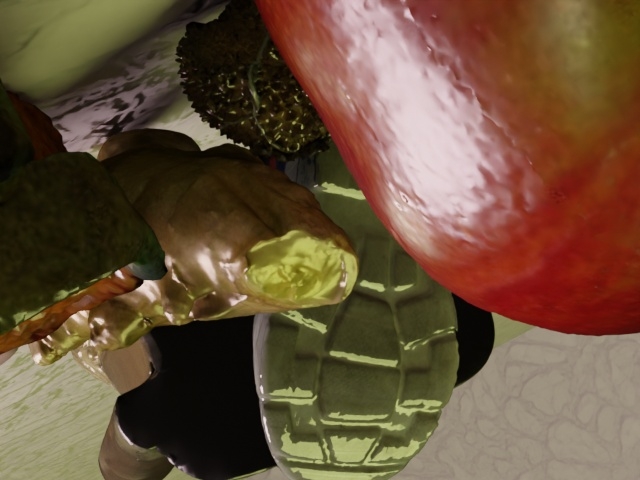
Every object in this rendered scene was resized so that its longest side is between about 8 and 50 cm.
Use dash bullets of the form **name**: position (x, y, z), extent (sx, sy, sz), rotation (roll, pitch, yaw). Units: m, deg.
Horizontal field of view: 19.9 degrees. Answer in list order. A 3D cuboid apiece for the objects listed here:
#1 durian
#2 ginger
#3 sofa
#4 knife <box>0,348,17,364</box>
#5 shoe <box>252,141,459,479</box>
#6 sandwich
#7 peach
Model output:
- **durian**: position (-0.018, -0.074, 0.730), extent (0.080, 0.091, 0.080), rotation (-36, 142, -35)
- **ginger**: position (-0.074, 0.002, 0.779), extent (0.115, 0.081, 0.205), rotation (-23, -162, -22)
- **sofa**: position (-0.024, 0.074, 1.160), extent (0.258, 0.182, 0.200), rotation (-23, 171, -17)
- **knife**: position (-0.251, 0.093, 1.120), extent (0.081, 0.043, 0.336), rotation (-15, 169, -25)
- **shoe**: position (0.001, 0.000, 0.854), extent (0.099, 0.227, 0.125), rotation (8, -177, -29)
- **sandwich**: position (-0.182, 0.015, 0.700), extent (0.292, 0.109, 0.212), rotation (-26, -179, 36)
- **peach**: position (0.090, -0.091, 0.598), extent (0.249, 0.245, 0.275), rotation (5, 175, -10)
